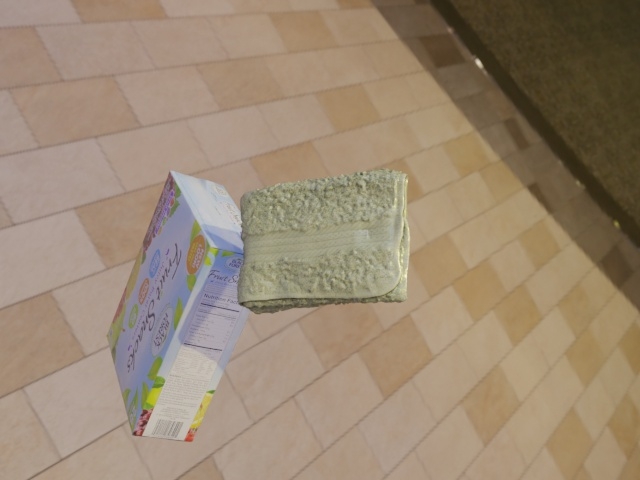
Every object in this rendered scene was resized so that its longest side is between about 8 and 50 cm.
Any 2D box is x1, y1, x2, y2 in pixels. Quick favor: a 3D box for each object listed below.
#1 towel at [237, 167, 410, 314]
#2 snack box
[{"bbox_3d":[0.000,0.000,0.634,0.027,0.148,0.110,28,59,-62],"label":"towel"},{"bbox_3d":[-0.138,0.061,0.794,0.070,0.207,0.174,13,22,-29],"label":"snack box"}]
